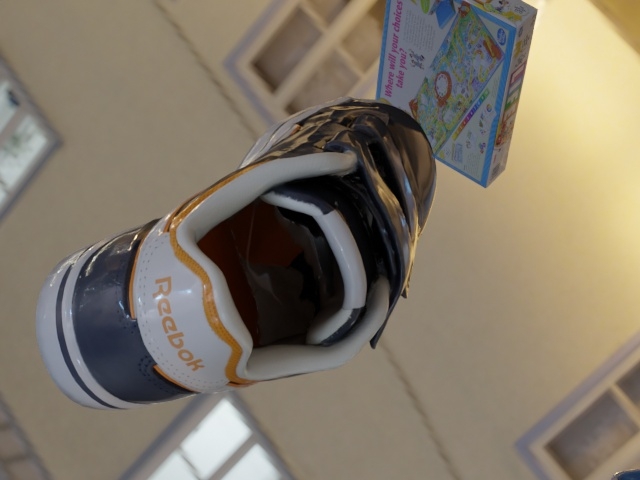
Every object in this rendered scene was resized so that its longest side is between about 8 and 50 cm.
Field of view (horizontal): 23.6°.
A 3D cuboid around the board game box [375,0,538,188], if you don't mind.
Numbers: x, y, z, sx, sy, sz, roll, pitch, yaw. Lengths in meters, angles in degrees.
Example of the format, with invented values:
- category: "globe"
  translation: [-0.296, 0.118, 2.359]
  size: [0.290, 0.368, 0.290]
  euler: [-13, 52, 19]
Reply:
- category: "board game box"
  translation: [0.090, -0.119, 1.063]
  size: [0.103, 0.154, 0.026]
  euler: [33, -125, 21]

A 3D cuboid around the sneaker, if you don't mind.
- category: "sneaker"
  translation: [0.000, 0.000, 0.840]
  size: [0.321, 0.127, 0.126]
  euler: [-36, -73, -48]

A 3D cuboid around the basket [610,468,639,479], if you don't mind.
- category: "basket"
  translation: [0.334, 0.184, 0.835]
  size: [0.289, 0.201, 0.255]
  euler: [6, -163, -31]
